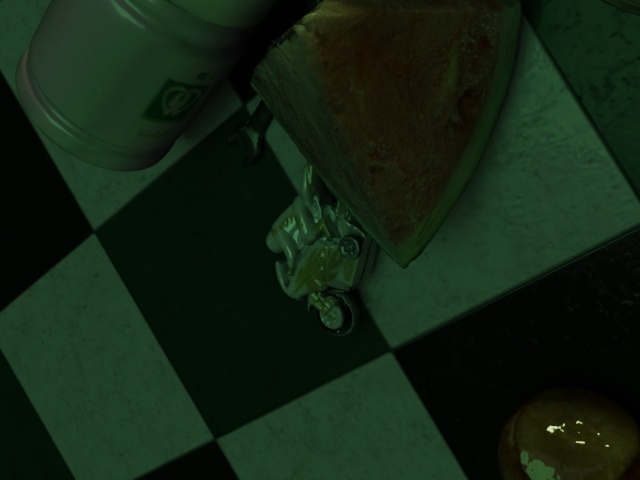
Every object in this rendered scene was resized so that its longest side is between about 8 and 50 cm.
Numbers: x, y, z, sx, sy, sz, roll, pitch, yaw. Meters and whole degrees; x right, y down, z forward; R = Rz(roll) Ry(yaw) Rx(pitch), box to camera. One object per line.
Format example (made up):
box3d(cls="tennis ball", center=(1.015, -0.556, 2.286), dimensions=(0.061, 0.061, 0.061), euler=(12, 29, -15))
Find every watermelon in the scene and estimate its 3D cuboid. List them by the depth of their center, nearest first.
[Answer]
box3d(cls="watermelon", center=(0.074, -0.137, 0.847), dimensions=(0.250, 0.292, 0.283), euler=(40, 112, -10))

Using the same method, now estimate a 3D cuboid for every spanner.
box3d(cls="spanner", center=(-0.045, -0.192, 1.041), dimensions=(0.054, 0.015, 0.254), euler=(43, 124, 14))

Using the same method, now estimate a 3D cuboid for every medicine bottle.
box3d(cls="medicine bottle", center=(-0.188, -0.254, 0.995), dimensions=(0.212, 0.212, 0.325), euler=(50, 126, 9))

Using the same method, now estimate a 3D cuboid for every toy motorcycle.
box3d(cls="toy motorcycle", center=(0.000, 0.000, 1.043), dimensions=(0.151, 0.074, 0.228), euler=(22, 119, 30))

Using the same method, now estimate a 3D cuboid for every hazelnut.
box3d(cls="hazelnut", center=(0.258, 0.231, 0.913), dimensions=(0.150, 0.150, 0.150), euler=(11, 111, 30))

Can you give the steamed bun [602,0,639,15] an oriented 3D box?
box3d(cls="steamed bun", center=(0.296, -0.266, 0.704), dimensions=(0.218, 0.144, 0.211), euler=(21, 128, 24))
